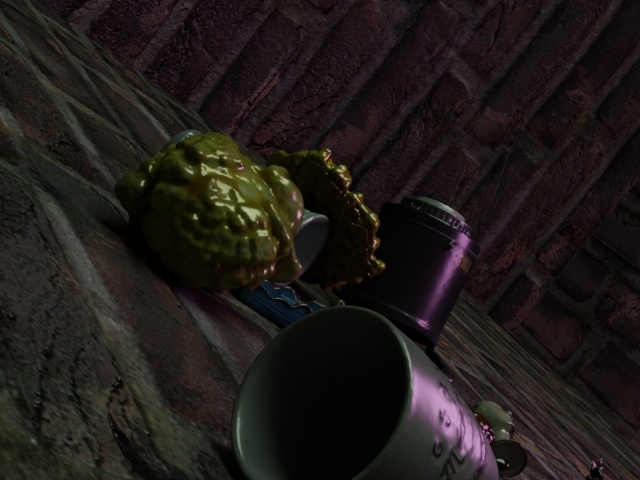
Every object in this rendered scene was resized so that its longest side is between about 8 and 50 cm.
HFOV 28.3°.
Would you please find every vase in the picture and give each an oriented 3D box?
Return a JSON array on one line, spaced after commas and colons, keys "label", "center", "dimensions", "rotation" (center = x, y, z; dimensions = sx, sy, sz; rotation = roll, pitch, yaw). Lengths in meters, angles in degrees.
[{"label": "vase", "center": [-0.138, -0.064, 2.120], "dimensions": [0.299, 0.143, 0.143], "rotation": [38, 6, 24]}]

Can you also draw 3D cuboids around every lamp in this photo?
[{"label": "lamp", "center": [0.174, 0.058, 2.349], "dimensions": [0.205, 0.272, 0.374], "rotation": [32, 9, -36]}]

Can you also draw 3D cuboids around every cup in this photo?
[{"label": "cup", "center": [0.060, 0.223, 1.157], "dimensions": [0.234, 0.186, 0.258], "rotation": [43, 31, -43]}]

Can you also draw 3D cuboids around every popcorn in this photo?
[{"label": "popcorn", "center": [-0.144, -0.033, 1.666], "dimensions": [0.255, 0.195, 0.256], "rotation": [22, 13, -32]}]

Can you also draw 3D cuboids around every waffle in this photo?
[{"label": "waffle", "center": [-0.011, -0.036, 2.153], "dimensions": [0.291, 0.291, 0.051], "rotation": [40, 48, 19]}]

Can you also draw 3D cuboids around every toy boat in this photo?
[{"label": "toy boat", "center": [-0.047, 0.080, 1.843], "dimensions": [0.185, 0.077, 0.075], "rotation": [35, 6, -29]}]

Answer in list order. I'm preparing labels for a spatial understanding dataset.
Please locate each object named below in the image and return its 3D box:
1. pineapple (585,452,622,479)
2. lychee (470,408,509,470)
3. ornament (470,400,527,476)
[{"label": "pineapple", "center": [0.540, 0.486, 2.130], "dimensions": [0.277, 0.119, 0.130], "rotation": [38, 50, 6]}, {"label": "lychee", "center": [0.165, 0.260, 1.590], "dimensions": [0.146, 0.114, 0.114], "rotation": [25, 0, 25]}, {"label": "ornament", "center": [0.282, 0.312, 2.046], "dimensions": [0.075, 0.081, 0.156], "rotation": [41, 9, -17]}]
